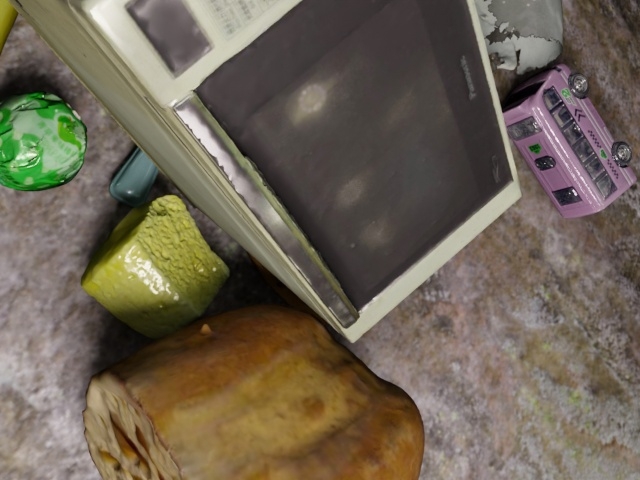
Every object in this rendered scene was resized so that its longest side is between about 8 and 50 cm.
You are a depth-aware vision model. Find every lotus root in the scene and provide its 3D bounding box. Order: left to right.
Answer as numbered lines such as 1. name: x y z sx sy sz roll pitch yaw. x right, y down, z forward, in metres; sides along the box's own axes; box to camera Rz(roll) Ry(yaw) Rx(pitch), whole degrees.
1. lotus root: -0.065 0.211 0.641 0.250 0.316 0.316 -30 92 -42

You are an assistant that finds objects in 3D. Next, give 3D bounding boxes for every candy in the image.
1. candy: -0.350 -0.020 0.654 0.097 0.097 0.323 47 71 -9

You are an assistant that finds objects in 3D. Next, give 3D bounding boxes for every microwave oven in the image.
1. microwave oven: -0.037 -0.152 0.572 0.247 0.333 0.394 -45 142 -8

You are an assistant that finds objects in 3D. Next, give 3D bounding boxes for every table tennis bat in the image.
1. table tennis bat: -0.163 -0.139 0.787 0.149 0.038 0.237 31 64 -16

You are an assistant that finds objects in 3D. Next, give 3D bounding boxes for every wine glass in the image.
1. wine glass: 0.246 -0.388 0.969 0.143 0.143 0.321 0 75 -25

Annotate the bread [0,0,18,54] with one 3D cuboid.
1. bread: -0.397 -0.135 0.571 0.251 0.208 0.377 14 69 -3

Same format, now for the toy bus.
1. toy bus: 0.334 -0.134 0.988 0.108 0.096 0.199 -39 99 -23

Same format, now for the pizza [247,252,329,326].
1. pizza: 0.000 0.000 0.830 0.176 0.036 0.185 -24 90 -28

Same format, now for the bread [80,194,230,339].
1. bread: -0.165 0.030 0.702 0.114 0.111 0.129 49 34 -12
